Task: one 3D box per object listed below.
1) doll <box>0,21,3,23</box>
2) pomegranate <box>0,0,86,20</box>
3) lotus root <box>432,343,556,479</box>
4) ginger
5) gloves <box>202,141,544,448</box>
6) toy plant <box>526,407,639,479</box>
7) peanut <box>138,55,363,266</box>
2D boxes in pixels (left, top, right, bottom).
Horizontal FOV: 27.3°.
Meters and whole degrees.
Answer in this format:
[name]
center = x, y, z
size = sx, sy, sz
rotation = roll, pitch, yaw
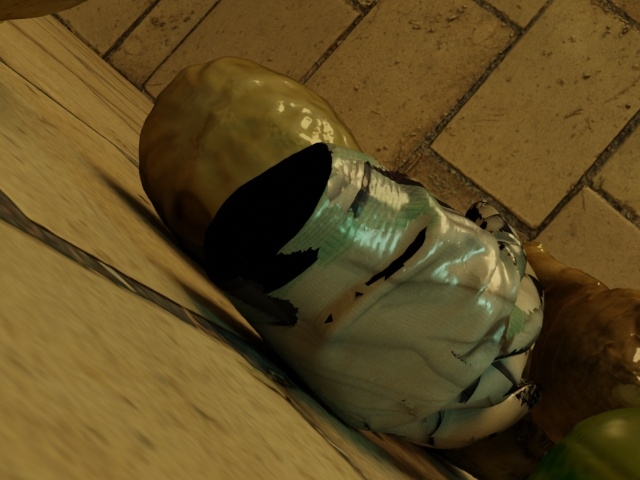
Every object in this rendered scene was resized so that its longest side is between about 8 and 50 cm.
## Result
[doll]
center = -0.237, -0.180, 0.764
size = 0.143, 0.058, 0.099
rotation = 41, 21, -3
[pomegranate]
center = -0.150, -0.199, 0.587
size = 0.207, 0.207, 0.207
rotation = 42, 1, -1
[lotus root]
center = 0.087, 0.064, 0.876
size = 0.145, 0.128, 0.260
rotation = 29, 6, -34
[ginger]
center = 0.138, 0.061, 0.721
size = 0.067, 0.096, 0.165
rotation = 23, 4, -27
[gloves]
center = 0.044, 0.040, 0.611
size = 0.212, 0.127, 0.111
rotation = 37, 12, -31
[toy plant]
center = 0.239, 0.080, 0.585
size = 0.224, 0.316, 0.184
rotation = 44, 1, -18
[peanut]
center = 0.000, 0.000, 0.721
size = 0.236, 0.120, 0.110
rotation = 45, 44, -6
